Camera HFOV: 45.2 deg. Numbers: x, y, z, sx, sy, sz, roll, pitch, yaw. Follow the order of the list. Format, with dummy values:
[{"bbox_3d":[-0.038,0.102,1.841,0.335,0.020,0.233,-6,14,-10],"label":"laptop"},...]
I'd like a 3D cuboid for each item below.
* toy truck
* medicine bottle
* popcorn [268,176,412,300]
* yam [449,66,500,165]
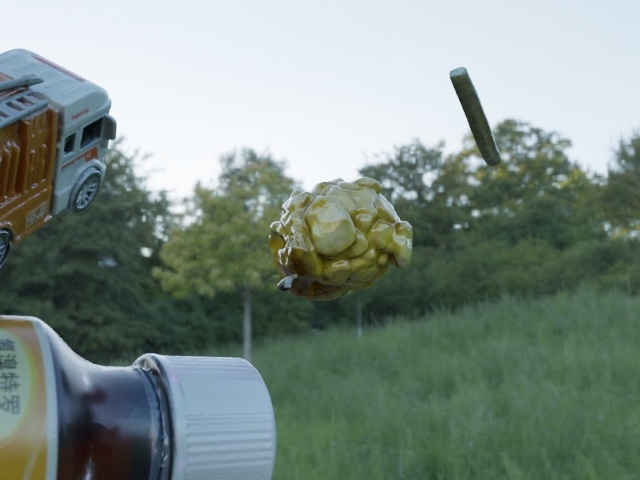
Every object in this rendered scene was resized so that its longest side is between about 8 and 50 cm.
[{"bbox_3d":[-0.396,-0.093,0.876,0.173,0.387,0.207,27,-57,5],"label":"toy truck"},{"bbox_3d":[-0.246,0.181,0.704,0.395,0.242,0.242,2,-12,-36],"label":"medicine bottle"},{"bbox_3d":[0.018,-0.007,0.896,0.163,0.140,0.194,-20,-14,-1],"label":"popcorn"},{"bbox_3d":[0.157,-0.123,0.775,0.021,0.021,0.116,-8,-52,33],"label":"yam"}]
